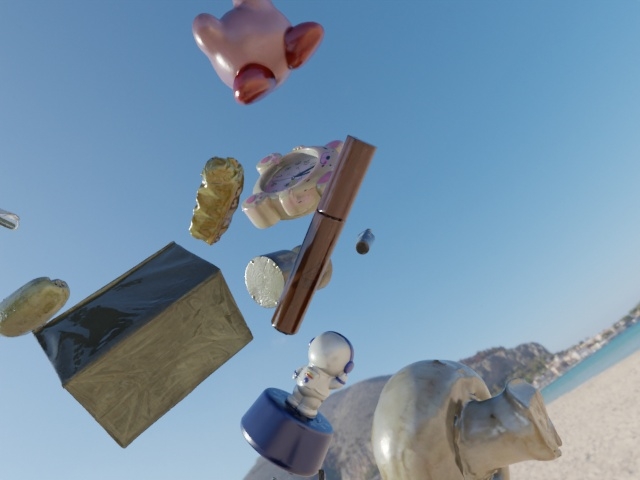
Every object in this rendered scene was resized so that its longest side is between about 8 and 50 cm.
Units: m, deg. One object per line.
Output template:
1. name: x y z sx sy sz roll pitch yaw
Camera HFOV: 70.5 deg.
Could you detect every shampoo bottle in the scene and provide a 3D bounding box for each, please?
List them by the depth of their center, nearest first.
1. shampoo bottle: 0.180 -0.001 1.827 0.064 0.057 0.207 -35 7 21

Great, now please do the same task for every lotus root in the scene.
1. lotus root: -0.579 0.140 0.893 0.183 0.077 0.090 -35 -20 2

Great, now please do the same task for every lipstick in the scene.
1. lipstick: 0.000 0.000 0.761 0.057 0.057 0.356 4 -66 -50

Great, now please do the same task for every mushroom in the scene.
1. mushroom: 0.244 0.344 0.770 0.290 0.297 0.298 -25 -17 40

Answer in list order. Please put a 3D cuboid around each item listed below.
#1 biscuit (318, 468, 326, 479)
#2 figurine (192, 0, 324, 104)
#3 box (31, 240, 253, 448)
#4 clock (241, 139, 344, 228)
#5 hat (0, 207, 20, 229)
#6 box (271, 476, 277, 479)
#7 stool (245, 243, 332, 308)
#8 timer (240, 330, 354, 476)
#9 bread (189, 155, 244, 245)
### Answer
1. biscuit: 0.006 0.598 1.044 0.019 0.129 0.119 -2 -34 0
2. figurine: -0.158 -0.461 1.136 0.270 0.261 0.211 -43 -12 -8
3. box: -0.246 0.139 0.656 0.231 0.149 0.155 -37 -51 -28
4. clock: -0.066 -0.178 1.356 0.310 0.284 0.114 -16 -52 23
5. hat: -1.081 -0.093 1.397 0.232 0.275 0.161 -31 -51 -65
6. box: -0.186 0.771 0.926 0.373 0.420 0.138 -33 -71 -5
7. stool: -0.104 0.115 1.560 0.264 0.179 0.179 -15 -33 -51
8. timer: -0.028 0.449 1.338 0.383 0.270 0.270 -58 -29 -5
9. bread: -0.249 -0.093 1.112 0.128 0.088 0.231 -30 -31 -51
